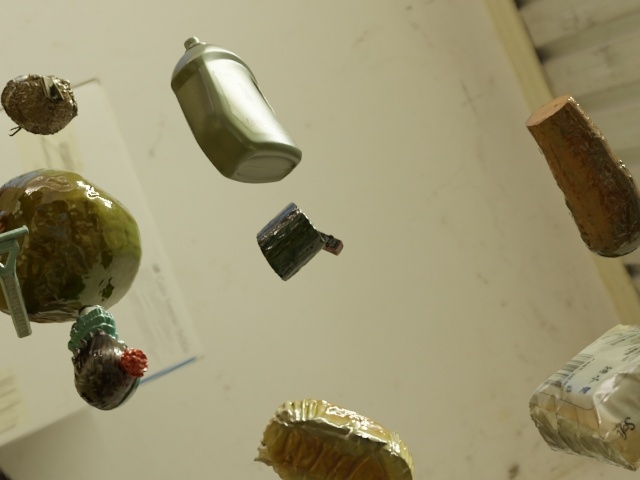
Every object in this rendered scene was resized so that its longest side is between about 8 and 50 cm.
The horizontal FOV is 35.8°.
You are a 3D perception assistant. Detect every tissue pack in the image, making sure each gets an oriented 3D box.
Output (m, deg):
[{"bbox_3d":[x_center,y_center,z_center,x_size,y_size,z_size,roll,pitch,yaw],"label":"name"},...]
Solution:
[{"bbox_3d":[0.643,0.299,2.045,0.195,0.375,0.390,53,-11,-9],"label":"tissue pack"}]

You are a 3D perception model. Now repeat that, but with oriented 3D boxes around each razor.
[{"bbox_3d":[-0.558,0.090,1.792,0.056,0.111,0.277,56,-24,36],"label":"razor"}]

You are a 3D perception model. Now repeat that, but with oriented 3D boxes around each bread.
[{"bbox_3d":[0.047,0.522,2.390,0.389,0.236,0.183,29,-4,7],"label":"bread"}]

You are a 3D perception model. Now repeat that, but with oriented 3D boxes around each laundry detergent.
[{"bbox_3d":[-0.138,-0.207,1.494,0.091,0.181,0.253,-44,-115,29],"label":"laundry detergent"}]

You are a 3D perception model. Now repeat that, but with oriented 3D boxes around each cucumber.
[{"bbox_3d":[-0.064,-0.005,1.882,0.116,0.115,0.062,51,4,27],"label":"cucumber"}]

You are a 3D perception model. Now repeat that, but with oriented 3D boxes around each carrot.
[{"bbox_3d":[0.486,-0.111,1.779,0.301,0.139,0.139,57,-17,-13],"label":"carrot"}]

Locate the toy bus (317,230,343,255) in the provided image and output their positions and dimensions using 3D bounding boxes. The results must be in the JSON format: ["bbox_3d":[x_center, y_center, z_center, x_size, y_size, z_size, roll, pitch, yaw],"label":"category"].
[{"bbox_3d":[0.000,0.000,2.187,0.110,0.031,0.043,24,-21,28],"label":"toy bus"}]

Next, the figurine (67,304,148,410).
[{"bbox_3d":[-0.391,0.199,1.782,0.138,0.110,0.245,-61,-145,14],"label":"figurine"}]

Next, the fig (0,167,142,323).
[{"bbox_3d":[-0.523,0.022,2.020,0.343,0.343,0.343,52,-22,31],"label":"fig"}]

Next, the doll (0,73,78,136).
[{"bbox_3d":[-0.469,-0.234,1.686,0.221,0.105,0.114,2,-97,53],"label":"doll"}]
